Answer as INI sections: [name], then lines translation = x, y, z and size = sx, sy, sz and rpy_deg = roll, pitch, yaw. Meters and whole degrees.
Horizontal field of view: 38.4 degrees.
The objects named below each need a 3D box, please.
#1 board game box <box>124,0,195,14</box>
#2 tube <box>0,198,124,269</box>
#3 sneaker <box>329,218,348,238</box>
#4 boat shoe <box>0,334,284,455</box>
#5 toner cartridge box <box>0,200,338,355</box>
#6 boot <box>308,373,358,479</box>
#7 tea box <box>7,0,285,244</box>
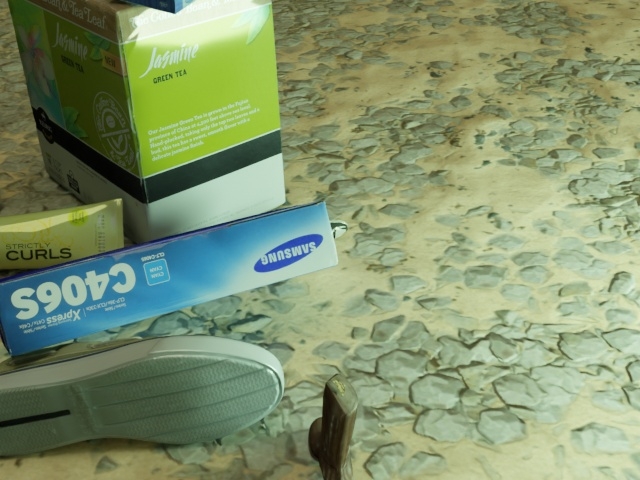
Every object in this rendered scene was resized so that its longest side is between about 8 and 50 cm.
[board game box]
translation = -0.177, -0.286, 1.026
size = 0.090, 0.020, 0.090
rpy_deg = 18, 39, 17
[tube]
translation = -0.362, -0.001, 1.135
size = 0.240, 0.070, 0.062
rpy_deg = -3, 29, -2
[sneaker]
translation = 0.000, 0.000, 1.156
size = 0.083, 0.032, 0.037
rpy_deg = -18, 47, -17
[boat shoe]
translation = -0.185, 0.129, 0.868
size = 0.302, 0.109, 0.094
rpy_deg = -5, 28, 0
[toner cartridge box]
translation = -0.172, 0.036, 0.990
size = 0.347, 0.075, 0.165
rpy_deg = -15, 5, -21
[boot]
translation = 0.011, 0.153, 0.802
size = 0.037, 0.114, 0.106
rpy_deg = -8, 31, -11
[tea box]
translation = -0.234, -0.209, 1.232
size = 0.220, 0.324, 0.329
rpy_deg = -24, 36, -32
